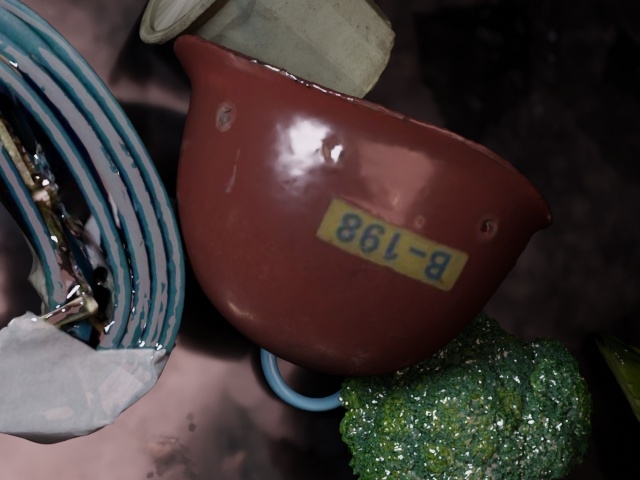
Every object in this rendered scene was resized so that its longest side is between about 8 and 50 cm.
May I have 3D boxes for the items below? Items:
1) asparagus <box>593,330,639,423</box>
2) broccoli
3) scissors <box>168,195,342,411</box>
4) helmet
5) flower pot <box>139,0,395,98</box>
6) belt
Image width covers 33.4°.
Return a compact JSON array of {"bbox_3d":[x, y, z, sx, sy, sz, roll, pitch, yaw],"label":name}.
[{"bbox_3d":[0.470,0.256,1.298,0.382,0.128,0.108,61,32,-8],"label":"asparagus"},{"bbox_3d":[0.148,0.193,1.102,0.261,0.241,0.269,-1,70,-2],"label":"broccoli"},{"bbox_3d":[-0.115,0.006,1.108,0.447,0.029,0.192,34,74,-16],"label":"scissors"},{"bbox_3d":[0.000,0.000,0.986,0.385,0.337,0.230,24,86,-21],"label":"helmet"},{"bbox_3d":[-0.041,-0.233,1.079,0.202,0.212,0.212,33,74,-30],"label":"flower pot"},{"bbox_3d":[-0.304,-0.025,0.950,0.300,0.173,0.436,-33,96,-12],"label":"belt"}]
